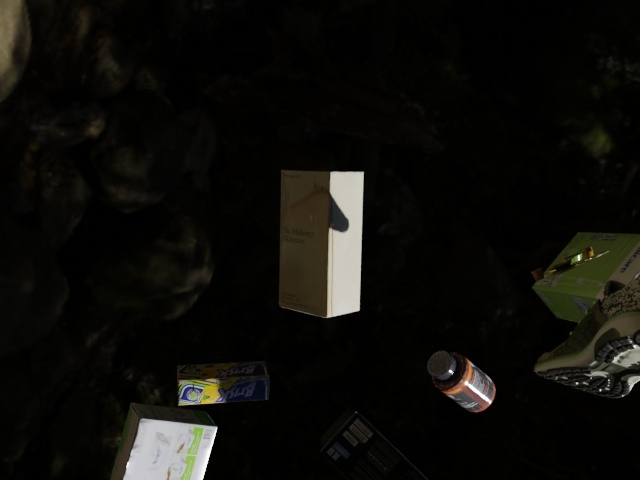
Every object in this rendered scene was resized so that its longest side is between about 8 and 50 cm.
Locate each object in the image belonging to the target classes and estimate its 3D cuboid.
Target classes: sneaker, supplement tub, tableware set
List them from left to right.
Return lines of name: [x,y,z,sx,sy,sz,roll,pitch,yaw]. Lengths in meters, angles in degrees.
supplement tub: [0.349,0.348,1.732,0.198,0.106,0.106,40,58,-36]
tableware set: [0.472,0.042,1.337,0.104,0.154,0.024,-29,-98,62]
sneaker: [0.537,0.171,1.279,0.410,0.158,0.182,117,-5,-65]

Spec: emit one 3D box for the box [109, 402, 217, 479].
box: [-0.443,0.610,1.928,0.127,0.231,0.262,20,-85,63]

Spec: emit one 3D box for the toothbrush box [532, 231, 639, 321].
toothbrush box: [0.687,0.093,1.656,0.206,0.122,0.283,-47,-165,-14]

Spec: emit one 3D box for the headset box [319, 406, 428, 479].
headset box: [0.125,0.548,1.721,0.131,0.246,0.283,-46,174,-8]

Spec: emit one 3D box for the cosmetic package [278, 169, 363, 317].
cosmetic package: [0.000,0.000,1.516,0.113,0.160,0.309,-7,99,-45]

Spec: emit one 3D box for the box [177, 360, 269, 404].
box: [-0.182,0.266,1.293,0.059,0.169,0.054,-121,-148,-67]
